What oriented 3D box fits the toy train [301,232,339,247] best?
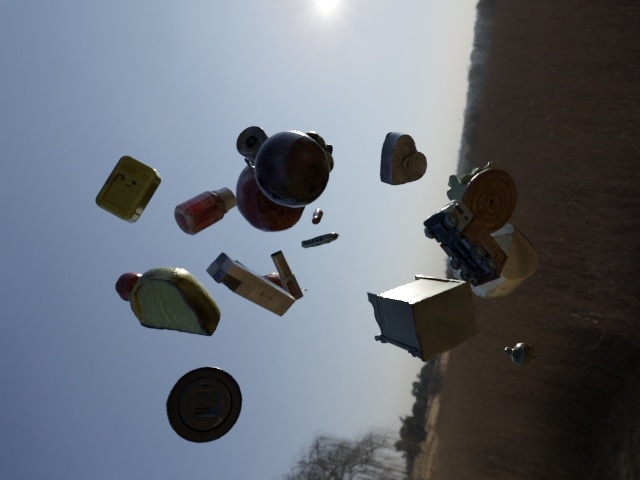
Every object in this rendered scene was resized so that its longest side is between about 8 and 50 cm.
[{"bbox_3d":[0.000,0.000,2.214,0.043,0.208,0.047,23,-121,-50],"label":"toy train"}]

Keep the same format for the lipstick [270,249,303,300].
[{"bbox_3d":[-0.165,0.173,2.215,0.077,0.079,0.252,-131,18,-73],"label":"lipstick"}]

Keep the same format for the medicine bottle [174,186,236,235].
[{"bbox_3d":[-0.475,-0.130,1.889,0.247,0.147,0.147,-36,-44,-37],"label":"medicine bottle"}]

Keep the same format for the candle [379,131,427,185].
[{"bbox_3d":[0.264,-0.256,1.505,0.192,0.068,0.168,40,-97,-37],"label":"candle"}]

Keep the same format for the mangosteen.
[{"bbox_3d":[-0.097,-0.300,1.801,0.306,0.306,0.359,81,-149,-45],"label":"mangosteen"}]

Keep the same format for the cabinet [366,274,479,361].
[{"bbox_3d":[0.392,0.289,1.786,0.290,0.318,0.227,-17,-81,-25],"label":"cabinet"}]

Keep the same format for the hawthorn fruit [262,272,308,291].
[{"bbox_3d":[-0.221,0.286,2.622,0.211,0.299,0.211,-6,-90,-84],"label":"hawthorn fruit"}]

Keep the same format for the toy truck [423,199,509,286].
[{"bbox_3d":[0.521,0.000,1.611,0.162,0.305,0.136,-41,1,-36],"label":"toy truck"}]

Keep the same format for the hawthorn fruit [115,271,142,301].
[{"bbox_3d":[-0.772,0.190,1.867,0.125,0.140,0.125,-8,-90,-66],"label":"hawthorn fruit"}]

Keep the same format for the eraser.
[{"bbox_3d":[-0.247,0.174,1.686,0.096,0.098,0.404,-51,-38,-2],"label":"eraser"}]

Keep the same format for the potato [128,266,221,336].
[{"bbox_3d":[-0.567,0.198,1.789,0.212,0.331,0.280,-67,-25,-52],"label":"potato"}]

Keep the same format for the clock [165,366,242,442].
[{"bbox_3d":[-0.440,0.624,1.724,0.055,0.281,0.280,110,179,-59],"label":"clock"}]

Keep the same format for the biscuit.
[{"bbox_3d":[0.643,-0.144,1.708,0.037,0.262,0.261,-145,55,-61],"label":"biscuit"}]

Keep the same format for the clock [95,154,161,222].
[{"bbox_3d":[-0.655,-0.174,1.551,0.202,0.143,0.096,-61,0,-7],"label":"clock"}]

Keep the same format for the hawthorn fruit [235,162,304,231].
[{"bbox_3d":[-0.281,-0.239,2.411,0.403,0.403,0.402,9,-90,-73],"label":"hawthorn fruit"}]

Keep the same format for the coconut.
[{"bbox_3d":[0.837,0.074,2.211,0.345,0.416,0.415,-44,-37,-36],"label":"coconut"}]

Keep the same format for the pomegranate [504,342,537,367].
[{"bbox_3d":[0.596,0.334,1.342,0.084,0.073,0.073,-129,28,-48],"label":"pomegranate"}]

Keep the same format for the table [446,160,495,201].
[{"bbox_3d":[0.663,-0.239,1.924,0.198,0.166,0.166,-27,-44,-19],"label":"table"}]

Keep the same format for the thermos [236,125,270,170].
[{"bbox_3d":[-0.268,-0.389,2.069,0.265,0.177,0.145,41,-148,-64],"label":"thermos"}]

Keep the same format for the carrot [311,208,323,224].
[{"bbox_3d":[-0.016,-0.131,2.471,0.186,0.060,0.060,-78,-9,-70],"label":"carrot"}]
